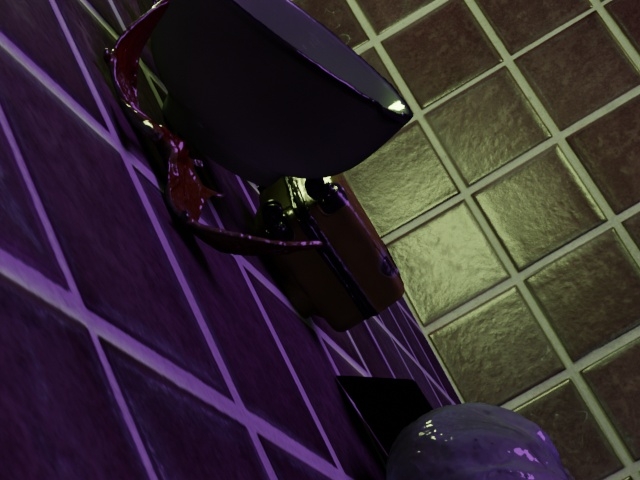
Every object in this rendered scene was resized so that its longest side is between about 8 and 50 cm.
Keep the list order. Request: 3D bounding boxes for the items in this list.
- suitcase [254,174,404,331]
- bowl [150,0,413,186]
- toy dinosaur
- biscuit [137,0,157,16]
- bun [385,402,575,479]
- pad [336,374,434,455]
[{"bbox_3d":[0.000,0.000,1.820,0.235,0.143,0.194,56,6,-25],"label":"suitcase"},{"bbox_3d":[-0.076,-0.191,1.661,0.354,0.185,0.354,34,14,-10],"label":"bowl"},{"bbox_3d":[-0.134,-0.119,1.425,0.206,0.113,0.327,55,5,-40],"label":"toy dinosaur"},{"bbox_3d":[-0.165,-0.249,1.890,0.150,0.052,0.252,-6,66,-57],"label":"biscuit"},{"bbox_3d":[0.211,0.346,1.524,0.362,0.211,0.362,62,1,-2],"label":"bun"},{"bbox_3d":[0.128,0.271,1.745,0.163,0.004,0.243,-4,-55,53],"label":"pad"}]
